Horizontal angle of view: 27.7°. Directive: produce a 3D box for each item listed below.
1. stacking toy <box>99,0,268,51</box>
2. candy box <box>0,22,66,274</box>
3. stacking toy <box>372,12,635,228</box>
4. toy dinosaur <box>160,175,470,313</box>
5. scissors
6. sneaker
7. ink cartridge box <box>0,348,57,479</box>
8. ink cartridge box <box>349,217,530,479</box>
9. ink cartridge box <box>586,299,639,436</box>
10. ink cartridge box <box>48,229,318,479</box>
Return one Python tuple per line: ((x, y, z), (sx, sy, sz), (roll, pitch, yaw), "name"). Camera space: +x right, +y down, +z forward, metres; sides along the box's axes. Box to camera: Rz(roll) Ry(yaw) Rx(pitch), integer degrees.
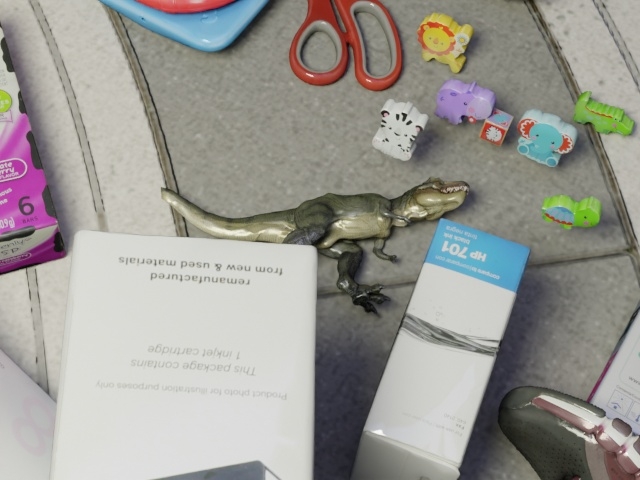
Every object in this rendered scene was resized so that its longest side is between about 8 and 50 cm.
((-0.123, -0.327, 1.125), (0.175, 0.302, 0.166), (28, 65, 15), "stacking toy")
((-0.326, -0.079, 1.115), (0.159, 0.071, 0.233), (-16, 66, -13), "candy box")
((0.168, -0.110, 1.164), (0.221, 0.052, 0.167), (24, 45, 5), "stacking toy")
((0.000, 0.000, 1.116), (0.268, 0.064, 0.118), (-2, 49, -8), "toy dinosaur")
((0.005, -0.271, 1.273), (0.108, 0.021, 0.297), (-8, 64, -7), "scissors")
((0.225, 0.247, 0.998), (0.281, 0.106, 0.162), (37, 69, 11), "sneaker")
((-0.273, 0.145, 0.909), (0.066, 0.232, 0.189), (-37, 106, 16), "ink cartridge box")
((0.094, 0.101, 1.032), (0.082, 0.140, 0.191), (21, 64, 6), "ink cartridge box")
((0.369, 0.077, 1.117), (0.185, 0.065, 0.311), (30, 67, 9), "ink cartridge box")
((-0.096, 0.232, 0.869), (0.166, 0.285, 0.395), (4, 65, -5), "ink cartridge box")
